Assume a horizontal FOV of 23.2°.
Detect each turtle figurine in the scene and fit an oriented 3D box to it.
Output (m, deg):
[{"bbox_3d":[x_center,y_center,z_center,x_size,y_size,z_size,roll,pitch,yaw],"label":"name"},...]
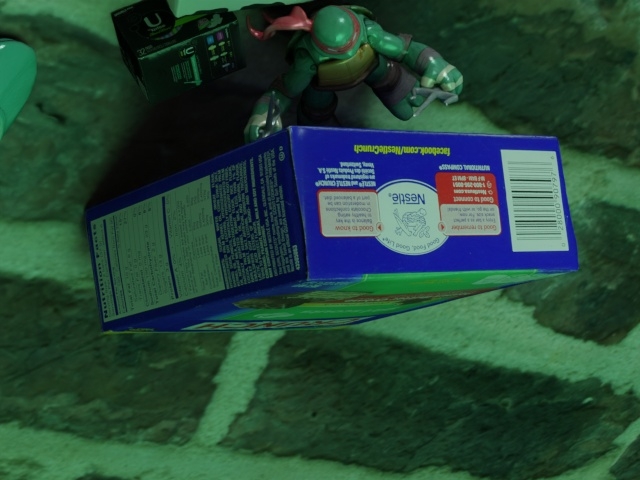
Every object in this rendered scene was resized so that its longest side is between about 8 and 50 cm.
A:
[{"bbox_3d":[0.023,-0.131,1.235,0.175,0.118,0.234,-11,172,4],"label":"turtle figurine"}]

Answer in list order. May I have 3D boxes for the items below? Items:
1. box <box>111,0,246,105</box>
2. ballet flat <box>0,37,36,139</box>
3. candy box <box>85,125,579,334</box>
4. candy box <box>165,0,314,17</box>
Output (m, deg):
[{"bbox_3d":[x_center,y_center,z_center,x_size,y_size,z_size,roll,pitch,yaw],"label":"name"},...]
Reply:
[{"bbox_3d":[-0.108,-0.154,1.197,0.083,0.062,0.052,-24,140,-12],"label":"box"},{"bbox_3d":[-0.307,-0.058,1.141,0.247,0.087,0.083,-29,142,-6],"label":"ballet flat"},{"bbox_3d":[0.000,0.000,1.266,0.268,0.122,0.317,-1,171,-35],"label":"candy box"},{"bbox_3d":[-0.004,-0.259,1.150,0.233,0.071,0.159,-11,138,-27],"label":"candy box"}]
